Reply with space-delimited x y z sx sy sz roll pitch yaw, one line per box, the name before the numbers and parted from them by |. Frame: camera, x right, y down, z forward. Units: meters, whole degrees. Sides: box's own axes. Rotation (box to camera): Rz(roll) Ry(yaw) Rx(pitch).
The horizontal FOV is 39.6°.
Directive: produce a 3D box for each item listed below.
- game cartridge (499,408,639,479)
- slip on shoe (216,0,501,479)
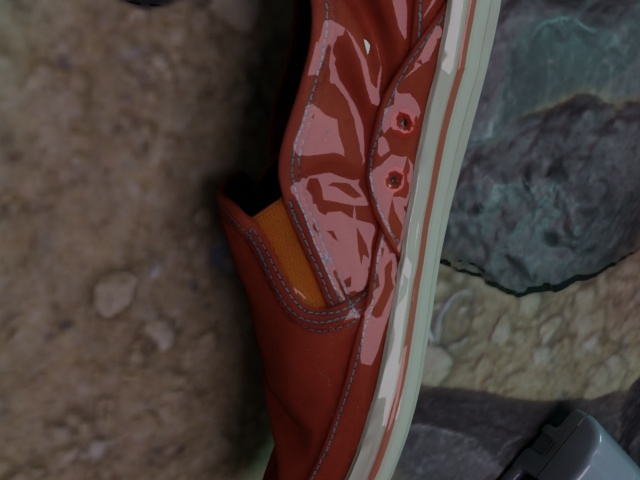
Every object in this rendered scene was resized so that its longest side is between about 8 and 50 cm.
game cartridge | 0.143 0.283 0.644 0.297 0.062 0.198 -50 122 -4
slip on shoe | 0.000 0.000 0.413 0.101 0.123 0.332 6 108 -9
